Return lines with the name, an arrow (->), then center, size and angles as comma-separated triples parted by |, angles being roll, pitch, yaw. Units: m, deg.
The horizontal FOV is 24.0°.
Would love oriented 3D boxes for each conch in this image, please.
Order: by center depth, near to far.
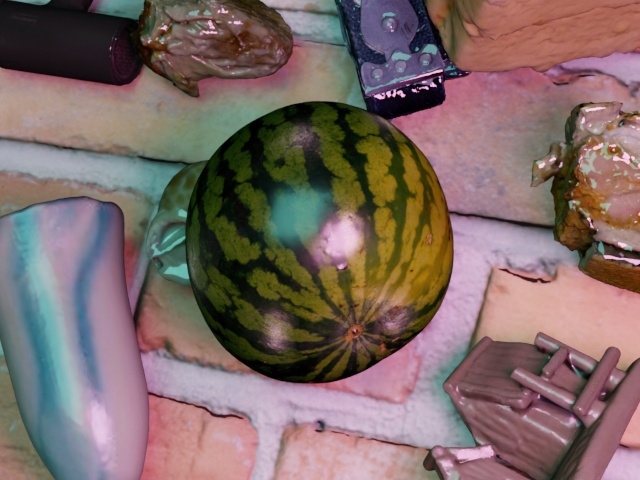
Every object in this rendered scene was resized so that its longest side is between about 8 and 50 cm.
conch -> -0.126, -0.031, 1.714 | 0.116, 0.106, 0.173 | 25, 95, 16

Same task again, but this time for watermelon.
watermelon -> 0.000, 0.000, 1.562 | 0.285, 0.285, 0.285 | -6, 69, 16

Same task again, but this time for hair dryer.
hair dryer -> -0.294, -0.316, 1.884 | 0.197, 0.089, 0.251 | 12, 69, 22

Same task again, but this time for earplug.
earplug -> -0.270, 0.134, 1.664 | 0.185, 0.185, 0.324 | -21, 71, 10

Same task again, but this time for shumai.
shumai -> -0.132, -0.226, 1.771 | 0.184, 0.184, 0.142 | 38, 109, 26

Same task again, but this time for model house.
model house -> 0.204, 0.185, 1.494 | 0.188, 0.122, 0.229 | 24, 55, 19

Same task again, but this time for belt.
belt -> 0.088, -0.243, 1.708 | 0.128, 0.122, 0.218 | -17, 67, 2

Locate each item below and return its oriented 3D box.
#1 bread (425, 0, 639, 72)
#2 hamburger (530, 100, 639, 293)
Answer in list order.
bread -> 0.268, -0.392, 1.590 | 0.371, 0.279, 0.390 | -16, 66, -3
hamburger -> 0.348, -0.029, 1.520 | 0.288, 0.192, 0.167 | 14, 82, 1
